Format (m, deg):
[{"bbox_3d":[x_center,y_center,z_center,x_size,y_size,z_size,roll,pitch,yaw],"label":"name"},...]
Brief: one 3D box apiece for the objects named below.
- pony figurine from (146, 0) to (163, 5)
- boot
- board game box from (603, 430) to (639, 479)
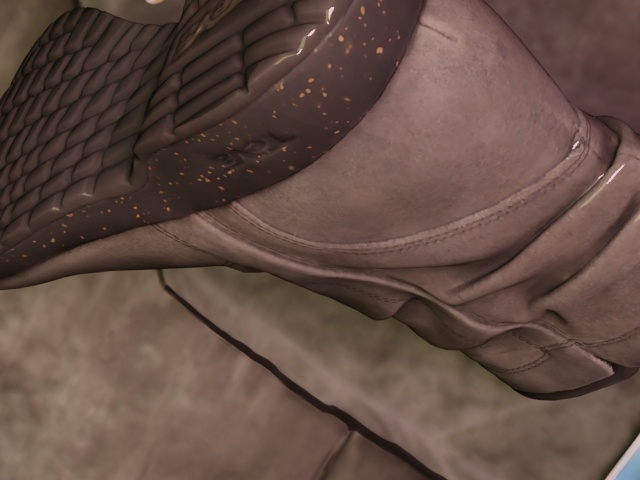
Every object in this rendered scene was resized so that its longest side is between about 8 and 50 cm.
[{"bbox_3d":[-0.178,-0.257,0.684,0.351,0.303,0.363,0,83,18],"label":"pony figurine"},{"bbox_3d":[0.000,0.000,0.717,0.223,0.338,0.118,30,70,-26],"label":"boot"},{"bbox_3d":[0.344,0.088,0.659,0.390,0.050,0.390,36,110,10],"label":"board game box"}]
